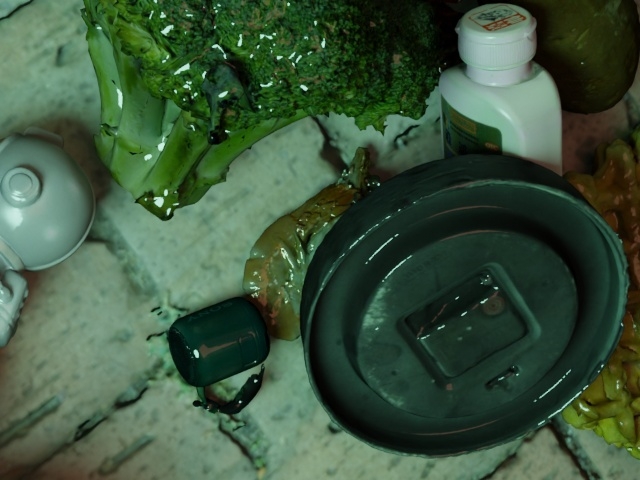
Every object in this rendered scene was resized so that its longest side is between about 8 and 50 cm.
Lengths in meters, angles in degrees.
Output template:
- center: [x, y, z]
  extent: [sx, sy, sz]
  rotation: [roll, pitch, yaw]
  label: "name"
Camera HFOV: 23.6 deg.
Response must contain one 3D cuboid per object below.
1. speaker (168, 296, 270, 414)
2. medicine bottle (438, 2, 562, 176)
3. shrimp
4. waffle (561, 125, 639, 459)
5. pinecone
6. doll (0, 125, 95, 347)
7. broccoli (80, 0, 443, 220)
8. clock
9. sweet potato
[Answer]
- center: [-0.078, 0.099, 1.247]
  extent: [0.075, 0.060, 0.094]
  rotation: [-21, 98, -23]
  label: "speaker"
- center: [0.151, -0.088, 1.287]
  extent: [0.078, 0.115, 0.219]
  rotation: [-23, 128, -23]
  label: "medicine bottle"
- center: [0.000, 0.000, 1.297]
  extent: [0.091, 0.043, 0.184]
  rotation: [38, 75, -16]
  label: "shrimp"
- center: [0.320, 0.058, 1.435]
  extent: [0.325, 0.068, 0.302]
  rotation: [37, 74, -18]
  label: "waffle"
- center: [0.089, -0.186, 1.320]
  extent: [0.102, 0.102, 0.109]
  rotation: [-52, 136, -17]
  label: "pinecone"
- center: [-0.267, 0.038, 1.118]
  extent: [0.151, 0.151, 0.287]
  rotation: [41, 69, -19]
  label: "doll"
- center: [-0.073, -0.162, 1.160]
  extent: [0.304, 0.321, 0.283]
  rotation: [4, 123, -41]
  label: "broccoli"
- center: [0.117, 0.057, 1.266]
  extent: [0.281, 0.055, 0.280]
  rotation: [-7, 124, -10]
  label: "clock"
- center: [0.172, -0.258, 1.296]
  extent: [0.130, 0.130, 0.422]
  rotation: [-48, 127, -19]
  label: "sweet potato"
